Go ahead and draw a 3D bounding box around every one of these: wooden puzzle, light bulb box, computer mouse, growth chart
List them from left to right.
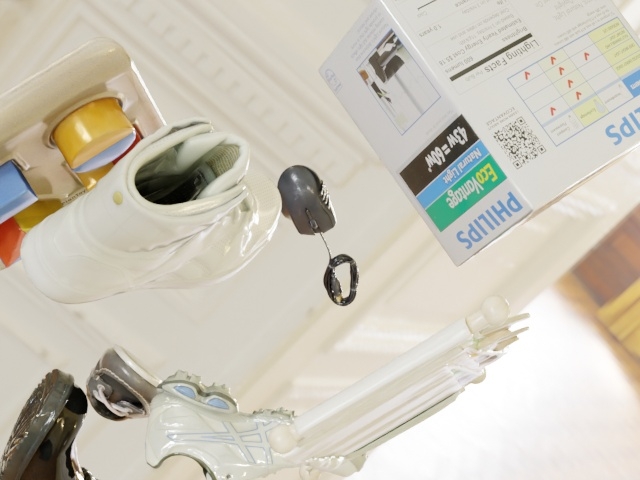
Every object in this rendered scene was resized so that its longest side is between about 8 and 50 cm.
[{"bbox_3d":[-0.339,-0.080,1.608,0.080,0.322,0.348,57,-5,18],"label":"wooden puzzle"},{"bbox_3d":[0.000,0.000,1.761,0.041,0.071,0.242,-95,164,-57],"label":"computer mouse"},{"bbox_3d":[0.051,0.097,0.782,0.021,0.172,0.237,59,-2,15],"label":"growth chart"},{"bbox_3d":[0.261,-0.218,1.835,0.358,0.225,0.361,-31,83,-30],"label":"light bulb box"}]

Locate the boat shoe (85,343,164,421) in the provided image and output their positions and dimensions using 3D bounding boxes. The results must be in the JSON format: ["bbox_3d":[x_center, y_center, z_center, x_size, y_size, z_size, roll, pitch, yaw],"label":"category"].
[{"bbox_3d":[-0.271,0.212,1.763,0.112,0.095,0.335,40,-11,-2],"label":"boat shoe"}]

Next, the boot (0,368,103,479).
[{"bbox_3d":[-0.332,0.352,1.840,0.260,0.348,0.131,20,31,-15],"label":"boot"}]

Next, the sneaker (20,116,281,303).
[{"bbox_3d":[-0.093,-0.033,1.084,0.292,0.169,0.108,-21,79,-53],"label":"sneaker"}]

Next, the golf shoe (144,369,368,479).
[{"bbox_3d":[-0.054,0.168,1.004,0.176,0.086,0.069,18,-18,-2],"label":"golf shoe"}]
